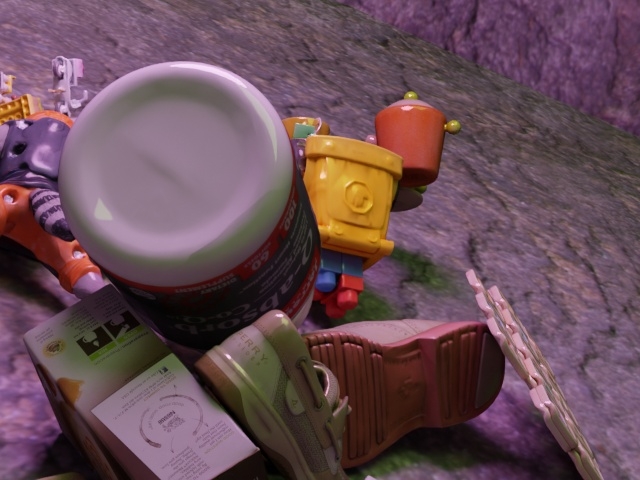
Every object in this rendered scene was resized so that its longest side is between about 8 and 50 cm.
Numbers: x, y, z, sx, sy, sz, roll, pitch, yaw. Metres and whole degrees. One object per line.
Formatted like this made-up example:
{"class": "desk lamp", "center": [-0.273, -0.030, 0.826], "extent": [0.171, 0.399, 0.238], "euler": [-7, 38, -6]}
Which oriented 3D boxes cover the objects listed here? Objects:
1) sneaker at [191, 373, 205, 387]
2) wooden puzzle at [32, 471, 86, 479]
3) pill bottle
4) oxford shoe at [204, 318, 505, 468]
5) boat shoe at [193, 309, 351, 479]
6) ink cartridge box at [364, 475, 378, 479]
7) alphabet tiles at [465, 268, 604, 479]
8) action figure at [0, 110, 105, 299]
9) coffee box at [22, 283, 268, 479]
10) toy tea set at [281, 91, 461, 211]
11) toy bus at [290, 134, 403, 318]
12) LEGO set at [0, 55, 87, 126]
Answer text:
{"class": "sneaker", "center": [-0.146, 0.146, 1.505], "extent": [0.037, 0.032, 0.083], "euler": [37, 25, 30]}
{"class": "wooden puzzle", "center": [-0.201, 0.286, 1.127], "extent": [0.239, 0.044, 0.221], "euler": [42, 28, 29]}
{"class": "pill bottle", "center": [-0.109, -0.009, 1.426], "extent": [0.210, 0.210, 0.363], "euler": [30, -12, 15]}
{"class": "oxford shoe", "center": [0.018, 0.157, 1.567], "extent": [0.397, 0.140, 0.146], "euler": [-1, 5, -42]}
{"class": "boat shoe", "center": [-0.016, 0.161, 1.326], "extent": [0.109, 0.098, 0.302], "euler": [42, -11, 35]}
{"class": "ink cartridge box", "center": [0.103, 0.319, 1.336], "extent": [0.208, 0.045, 0.206], "euler": [25, 22, 8]}
{"class": "alphabet tiles", "center": [0.254, 0.164, 1.665], "extent": [0.278, 0.021, 0.284], "euler": [54, 10, -25]}
{"class": "action figure", "center": [-0.268, -0.031, 1.614], "extent": [0.341, 0.178, 0.330], "euler": [14, 33, -19]}
{"class": "coffee box", "center": [-0.146, 0.172, 1.267], "extent": [0.098, 0.141, 0.246], "euler": [-32, 47, -19]}
{"class": "toy tea set", "center": [0.013, -0.138, 1.946], "extent": [0.336, 0.200, 0.124], "euler": [9, 70, -20]}
{"class": "toy bus", "center": [0.000, 0.000, 1.830], "extent": [0.149, 0.220, 0.211], "euler": [11, 65, -26]}
{"class": "LEGO set", "center": [-0.422, -0.174, 1.878], "extent": [0.287, 0.132, 0.107], "euler": [7, -3, 24]}
